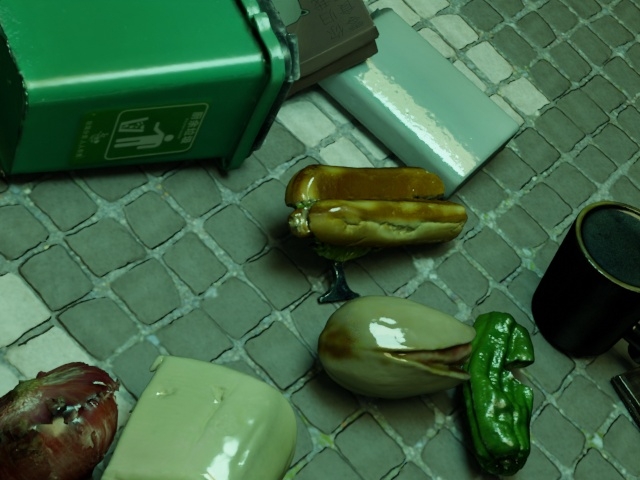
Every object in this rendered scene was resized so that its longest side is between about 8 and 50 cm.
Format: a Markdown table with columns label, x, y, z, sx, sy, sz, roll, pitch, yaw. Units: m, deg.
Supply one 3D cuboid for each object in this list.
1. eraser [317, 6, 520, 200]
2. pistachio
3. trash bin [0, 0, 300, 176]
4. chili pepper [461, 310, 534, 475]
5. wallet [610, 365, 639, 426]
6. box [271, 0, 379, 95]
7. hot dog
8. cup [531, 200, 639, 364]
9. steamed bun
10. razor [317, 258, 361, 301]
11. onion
| label | x | y | z | sx | sy | sz | roll | pitch | yaw |
| --- | --- | --- | --- | --- | --- | --- | --- | --- | --- |
| eraser | 0.150 | -0.217 | 1.839 | 0.290 | 0.104 | 0.189 | 44 | 49 | 7 |
| pistachio | 0.099 | 0.139 | 1.531 | 0.215 | 0.144 | 0.144 | 4 | 55 | -16 |
| trash bin | -0.255 | -0.246 | 1.551 | 0.381 | 0.259 | 0.295 | -13 | 64 | -31 |
| chili pepper | 0.235 | 0.200 | 1.599 | 0.099 | 0.083 | 0.253 | 23 | 45 | -13 |
| wallet | 0.545 | 0.218 | 1.770 | 0.230 | 0.042 | 0.124 | -18 | 67 | -31 |
| box | -0.045 | -0.332 | 1.764 | 0.215 | 0.086 | 0.215 | -27 | 68 | 1 |
| hot dog | 0.069 | -0.040 | 1.650 | 0.337 | 0.100 | 0.135 | -4 | 50 | -47 |
| cup | 0.424 | 0.089 | 1.695 | 0.166 | 0.177 | 0.239 | -19 | 60 | -35 |
| steamed bun | -0.144 | 0.258 | 1.300 | 0.200 | 0.170 | 0.225 | 14 | 36 | 18 |
| razor | 0.002 | -0.003 | 1.653 | 0.066 | 0.033 | 0.190 | -3 | 58 | -30 |
| onion | -0.285 | 0.215 | 1.264 | 0.147 | 0.184 | 0.184 | 57 | 43 | -24 |
